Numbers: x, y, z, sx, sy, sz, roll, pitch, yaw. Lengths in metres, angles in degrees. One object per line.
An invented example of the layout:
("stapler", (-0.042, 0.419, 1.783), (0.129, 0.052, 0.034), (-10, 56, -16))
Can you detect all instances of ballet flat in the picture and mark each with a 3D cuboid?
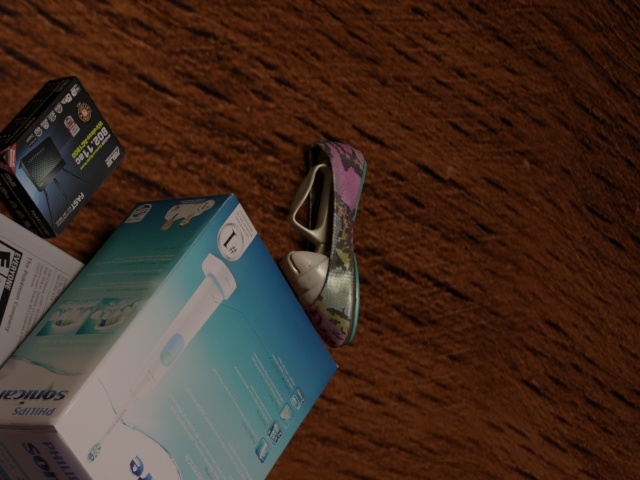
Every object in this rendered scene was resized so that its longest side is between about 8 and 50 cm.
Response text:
("ballet flat", (0.000, 0.000, 1.851), (0.079, 0.077, 0.221), (16, 69, -29))

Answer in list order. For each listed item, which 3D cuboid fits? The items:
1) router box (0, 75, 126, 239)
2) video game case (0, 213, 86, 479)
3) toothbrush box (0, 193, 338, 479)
("router box", (-0.237, -0.074, 1.592), (0.122, 0.038, 0.092), (-55, 127, -37))
("video game case", (-0.244, 0.178, 1.564), (0.300, 0.036, 0.329), (35, 60, -43))
("toothbrush box", (-0.141, 0.134, 1.565), (0.216, 0.126, 0.295), (59, 45, -29))
